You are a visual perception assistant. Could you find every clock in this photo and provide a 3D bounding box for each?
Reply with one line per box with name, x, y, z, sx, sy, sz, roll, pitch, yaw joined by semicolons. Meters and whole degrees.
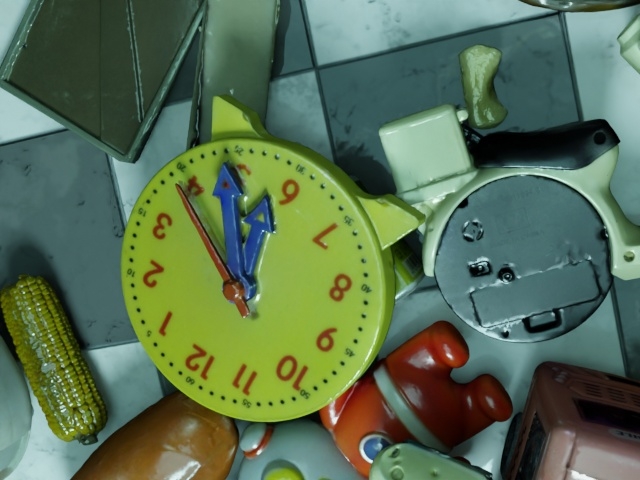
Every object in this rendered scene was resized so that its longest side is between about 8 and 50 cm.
clock;-0.068;0.037;0.827;0.277;0.071;0.293;27;110;15
clock;0.263;-0.060;0.796;0.379;0.120;0.276;-20;97;11

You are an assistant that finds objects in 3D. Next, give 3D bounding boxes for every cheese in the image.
cheese;-0.078;-0.266;0.882;0.085;0.034;0.400;3;101;-19
cheese;0.162;-0.151;0.859;0.044;0.030;0.083;-8;99;18
cheese;0.111;0.283;0.853;0.127;0.054;0.251;19;144;21

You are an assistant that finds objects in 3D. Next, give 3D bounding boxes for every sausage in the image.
sausage;-0.192;0.260;0.942;0.258;0.133;0.133;-40;88;15

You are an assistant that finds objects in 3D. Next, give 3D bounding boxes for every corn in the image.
corn;-0.300;0.136;0.977;0.068;0.068;0.207;-23;93;14

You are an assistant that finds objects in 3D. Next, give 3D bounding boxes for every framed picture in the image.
framed picture;-0.225;-0.237;0.934;0.189;0.023;0.260;30;103;7

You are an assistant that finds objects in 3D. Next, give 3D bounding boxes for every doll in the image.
doll;0.028;0.220;0.898;0.336;0.105;0.199;-36;104;13

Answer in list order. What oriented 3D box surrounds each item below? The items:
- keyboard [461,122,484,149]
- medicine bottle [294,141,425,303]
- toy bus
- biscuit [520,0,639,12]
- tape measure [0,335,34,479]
keyboard;0.205;-0.040;0.874;0.204;0.013;0.061;35;102;5
medicine bottle;0.000;0.000;0.884;0.132;0.088;0.188;-38;89;19
toy bus;0.243;0.349;0.807;0.203;0.233;0.426;14;100;9
biscuit;0.243;-0.369;0.777;0.332;0.103;0.332;2;97;13
tape measure;-0.451;0.189;0.977;0.265;0.130;0.258;-17;96;23
